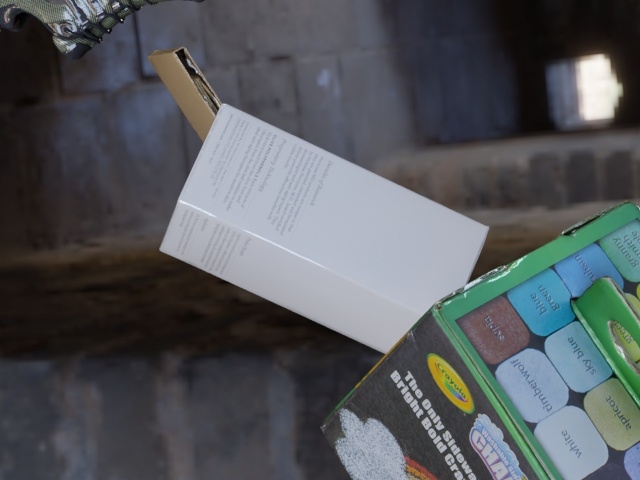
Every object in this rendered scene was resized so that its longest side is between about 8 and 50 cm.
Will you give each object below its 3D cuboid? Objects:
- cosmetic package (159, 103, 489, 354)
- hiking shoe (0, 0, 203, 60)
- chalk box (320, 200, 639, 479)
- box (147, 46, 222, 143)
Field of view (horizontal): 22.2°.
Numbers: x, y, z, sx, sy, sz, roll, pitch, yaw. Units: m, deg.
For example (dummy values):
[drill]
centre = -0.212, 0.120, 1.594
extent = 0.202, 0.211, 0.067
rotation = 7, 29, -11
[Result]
[cosmetic package]
centre = 0.000, 0.000, 2.047
extent = 0.197, 0.365, 0.155
rotation = 126, -12, -66
[hiking shoe]
centre = -0.213, -0.230, 1.583
extent = 0.086, 0.226, 0.114
rotation = -30, 125, -75
[chalk box]
centre = 0.157, 0.107, 1.052
extent = 0.179, 0.289, 0.180
rotation = -26, 77, -29
[box]
centre = -0.177, -0.201, 2.321
extent = 0.164, 0.021, 0.201
rotation = 57, -11, -13
